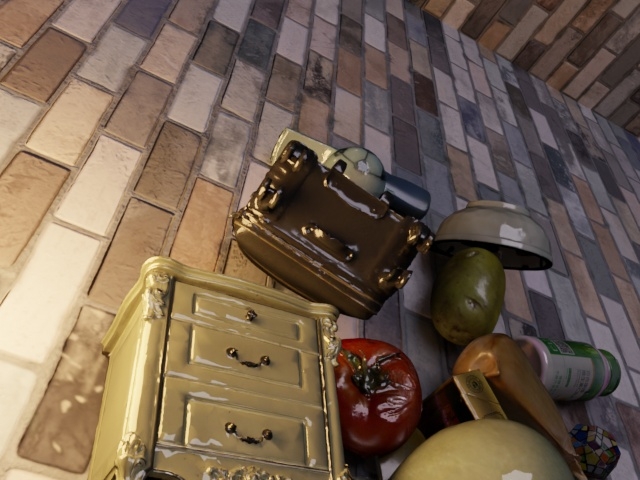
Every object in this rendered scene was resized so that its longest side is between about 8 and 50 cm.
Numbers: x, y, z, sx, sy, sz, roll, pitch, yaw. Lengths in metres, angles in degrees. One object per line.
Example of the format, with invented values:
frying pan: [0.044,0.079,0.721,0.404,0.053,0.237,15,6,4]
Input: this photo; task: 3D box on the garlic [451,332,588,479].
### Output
garlic: [0.368,0.321,1.168,0.338,0.151,0.196,52,9,-12]

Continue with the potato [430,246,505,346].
potato: [0.309,0.115,1.316,0.149,0.197,0.228,13,51,18]

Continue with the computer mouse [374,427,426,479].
computer mouse: [0.135,0.381,0.992,0.102,0.045,0.198,10,51,-21]

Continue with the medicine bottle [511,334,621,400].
medicine bottle: [0.525,0.280,1.356,0.274,0.133,0.133,9,45,-31]

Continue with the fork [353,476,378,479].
fork: [0.090,0.383,1.005,0.115,0.012,0.016,6,43,-27]

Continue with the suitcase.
suitcase: [0.000,0.000,1.044,0.283,0.194,0.434,33,-6,-5]

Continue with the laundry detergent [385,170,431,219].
laundry detergent: [0.176,-0.128,1.566,0.206,0.061,0.096,26,47,-13]

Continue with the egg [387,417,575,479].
egg: [0.194,0.401,0.827,0.258,0.258,0.352,42,78,6]

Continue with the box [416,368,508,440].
box: [0.253,0.359,1.036,0.071,0.159,0.240,-1,53,-36]

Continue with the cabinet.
cabinet: [-0.133,0.235,0.804,0.290,0.227,0.317,19,41,-24]

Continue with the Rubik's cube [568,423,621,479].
Rubik's cube: [0.539,0.422,1.249,0.111,0.093,0.111,23,39,-20]

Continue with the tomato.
tomato: [0.076,0.236,1.029,0.228,0.101,0.228,13,36,-9]

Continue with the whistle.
whistle: [0.042,-0.149,1.407,0.290,0.163,0.163,19,41,-21]

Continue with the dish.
dish: [0.398,-0.016,1.443,0.303,0.303,0.120,17,80,-24]
